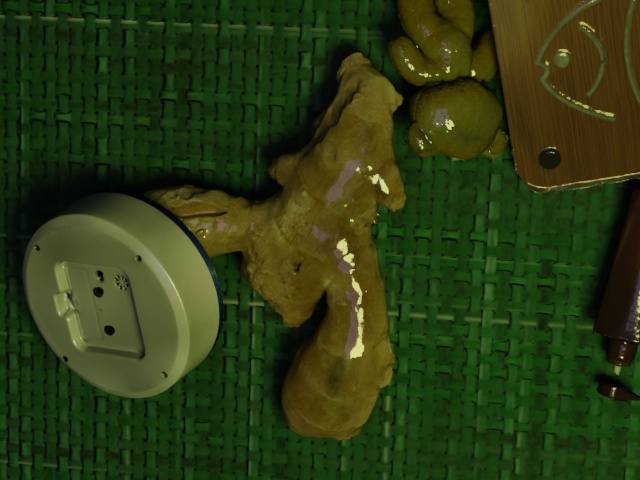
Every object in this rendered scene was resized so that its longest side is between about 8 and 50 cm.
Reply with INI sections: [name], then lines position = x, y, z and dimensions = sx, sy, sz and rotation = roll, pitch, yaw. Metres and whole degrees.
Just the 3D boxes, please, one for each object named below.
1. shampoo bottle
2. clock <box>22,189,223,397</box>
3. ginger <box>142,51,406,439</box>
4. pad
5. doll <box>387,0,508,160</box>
[shampoo bottle]
position = 0.344, 0.058, 1.521
dimensions = 0.068, 0.067, 0.236
rotation = 15, 103, 16
[clock]
position = -0.223, 0.061, 1.555
dimensions = 0.230, 0.083, 0.230
rotation = 16, 121, 28
[ginger]
position = 0.003, 0.014, 1.537
dimensions = 0.348, 0.122, 0.363
rotation = -40, 83, 22
[pad]
position = 0.327, -0.193, 1.453
dimensions = 0.284, 0.018, 0.286
rotation = -8, 117, 10
[doll]
position = 0.133, -0.187, 1.505
dimensions = 0.137, 0.097, 0.209
rotation = -5, 84, -22
